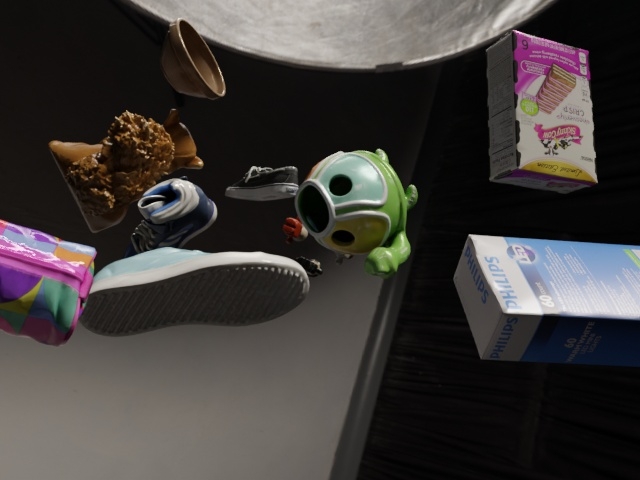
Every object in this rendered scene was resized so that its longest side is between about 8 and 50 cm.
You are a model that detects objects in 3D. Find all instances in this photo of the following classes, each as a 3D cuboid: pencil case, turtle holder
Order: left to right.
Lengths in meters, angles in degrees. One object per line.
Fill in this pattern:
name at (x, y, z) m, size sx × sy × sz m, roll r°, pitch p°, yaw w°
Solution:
pencil case at (-0.307, 0.014, 0.422) m, size 0.237 × 0.104 × 0.104 m, roll 23°, pitch 73°, yaw -31°
turtle holder at (0.076, -0.057, 1.259) m, size 0.228 × 0.243 × 0.319 m, roll -12°, pitch 87°, yaw -40°

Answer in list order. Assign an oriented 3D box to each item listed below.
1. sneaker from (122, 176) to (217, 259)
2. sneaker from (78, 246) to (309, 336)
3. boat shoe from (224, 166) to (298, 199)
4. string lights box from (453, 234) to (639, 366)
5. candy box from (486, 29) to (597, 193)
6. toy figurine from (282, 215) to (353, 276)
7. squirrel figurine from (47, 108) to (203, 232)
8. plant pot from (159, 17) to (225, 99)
sneaker at (-0.449, -0.043, 1.391) m, size 0.130 × 0.323 × 0.236 m, roll 57°, pitch 5°, yaw 22°
sneaker at (-0.205, 0.056, 0.875) m, size 0.367 × 0.150 × 0.135 m, roll -4°, pitch 124°, yaw -4°
boat shoe at (-0.193, -0.188, 1.693) m, size 0.113 × 0.307 × 0.104 m, roll 7°, pitch 84°, yaw -44°
string lights box at (0.300, 0.067, 0.597) m, size 0.260 × 0.133 × 0.076 m, roll 4°, pitch 128°, yaw -5°
candy box at (0.355, -0.203, 0.848) m, size 0.159 × 0.071 × 0.233 m, roll 6°, pitch 79°, yaw -20°
toy figurine at (0.000, 0.000, 1.721) m, size 0.212 × 0.210 × 0.148 m, roll 67°, pitch 8°, yaw 16°
squirrel figurine at (-0.506, -0.209, 1.451) m, size 0.371 × 0.397 × 0.280 m, roll -27°, pitch 106°, yaw -21°
plant pot at (-0.381, -0.498, 1.502) m, size 0.237 × 0.110 × 0.237 m, roll 61°, pitch 13°, yaw -24°
